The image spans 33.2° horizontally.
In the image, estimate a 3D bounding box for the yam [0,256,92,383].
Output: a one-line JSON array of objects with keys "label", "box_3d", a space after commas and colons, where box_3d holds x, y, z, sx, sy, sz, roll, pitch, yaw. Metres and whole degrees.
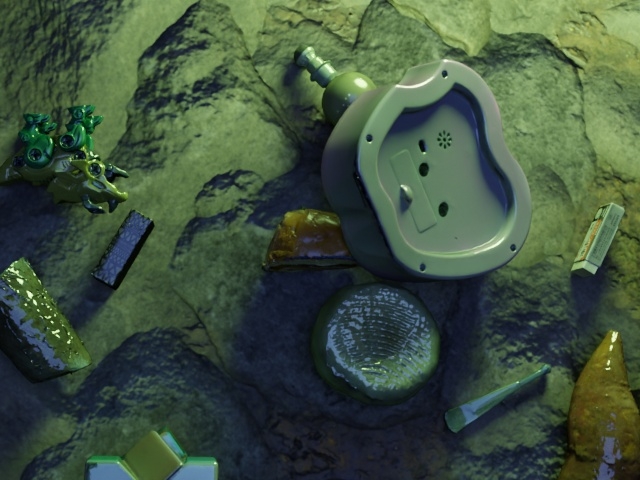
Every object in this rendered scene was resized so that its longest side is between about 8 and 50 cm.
[{"label": "yam", "box_3d": [-0.414, 0.127, 1.539, 0.107, 0.107, 0.183, -37, 92, -12]}]

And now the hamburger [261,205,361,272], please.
[{"label": "hamburger", "box_3d": [-0.005, -0.006, 1.629, 0.176, 0.087, 0.102, -3, 85, -8]}]

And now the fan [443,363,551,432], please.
[{"label": "fan", "box_3d": [0.280, 0.245, 1.685, 0.193, 0.016, 0.038, -26, 91, -11]}]

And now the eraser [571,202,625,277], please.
[{"label": "eraser", "box_3d": [0.445, -0.001, 1.723, 0.029, 0.052, 0.122, 27, 79, -5]}]

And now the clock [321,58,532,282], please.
[{"label": "clock", "box_3d": [0.173, -0.095, 1.613, 0.339, 0.102, 0.338, 2, 87, -29]}]

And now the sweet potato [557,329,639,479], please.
[{"label": "sweet potato", "box_3d": [0.440, 0.305, 1.652, 0.131, 0.131, 0.336, 15, 82, -8]}]

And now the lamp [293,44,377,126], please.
[{"label": "lamp", "box_3d": [0.018, -0.244, 1.672, 0.091, 0.091, 0.163, -41, 74, -12]}]

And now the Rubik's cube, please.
[{"label": "Rubik's cube", "box_3d": [-0.249, 0.384, 1.477, 0.265, 0.213, 0.224, -36, 91, -9]}]

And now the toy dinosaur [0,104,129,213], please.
[{"label": "toy dinosaur", "box_3d": [-0.410, -0.119, 1.578, 0.259, 0.094, 0.153, 2, 79, -1]}]

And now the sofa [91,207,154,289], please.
[{"label": "sofa", "box_3d": [-0.292, 0.013, 1.592, 0.039, 0.060, 0.118, 30, 80, 1]}]

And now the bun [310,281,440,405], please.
[{"label": "bun", "box_3d": [0.077, 0.155, 1.609, 0.195, 0.118, 0.195, 2, 81, -16]}]
